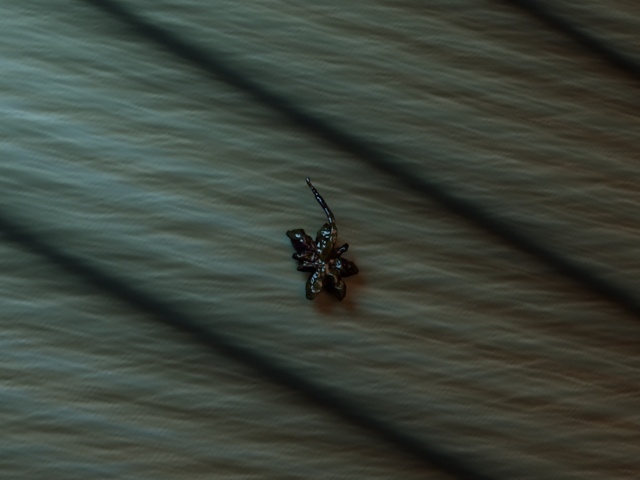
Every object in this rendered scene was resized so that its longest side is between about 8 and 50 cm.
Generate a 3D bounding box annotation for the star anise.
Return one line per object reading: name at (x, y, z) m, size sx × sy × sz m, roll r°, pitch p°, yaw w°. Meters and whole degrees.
star anise at (0.000, 0.000, 1.888) m, size 0.097 × 0.070 × 0.190 m, roll -17°, pitch 81°, yaw -17°
